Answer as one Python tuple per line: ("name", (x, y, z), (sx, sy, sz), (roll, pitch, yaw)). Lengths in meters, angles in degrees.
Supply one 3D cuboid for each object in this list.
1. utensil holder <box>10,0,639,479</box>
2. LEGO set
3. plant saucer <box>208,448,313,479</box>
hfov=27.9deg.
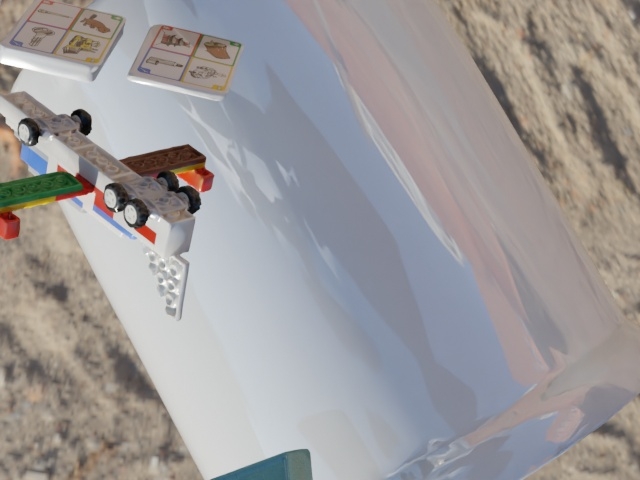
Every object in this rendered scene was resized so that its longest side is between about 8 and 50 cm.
("utensil holder", (0.000, 0.000, 0.923), (0.327, 0.327, 0.385), (-32, 86, 15))
("LEGO set", (-0.138, -0.050, 0.592), (0.182, 0.244, 0.060), (12, 118, -4))
("plant saucer", (-0.029, 0.199, 0.668), (0.067, 0.192, 0.018), (-23, 140, 19))
